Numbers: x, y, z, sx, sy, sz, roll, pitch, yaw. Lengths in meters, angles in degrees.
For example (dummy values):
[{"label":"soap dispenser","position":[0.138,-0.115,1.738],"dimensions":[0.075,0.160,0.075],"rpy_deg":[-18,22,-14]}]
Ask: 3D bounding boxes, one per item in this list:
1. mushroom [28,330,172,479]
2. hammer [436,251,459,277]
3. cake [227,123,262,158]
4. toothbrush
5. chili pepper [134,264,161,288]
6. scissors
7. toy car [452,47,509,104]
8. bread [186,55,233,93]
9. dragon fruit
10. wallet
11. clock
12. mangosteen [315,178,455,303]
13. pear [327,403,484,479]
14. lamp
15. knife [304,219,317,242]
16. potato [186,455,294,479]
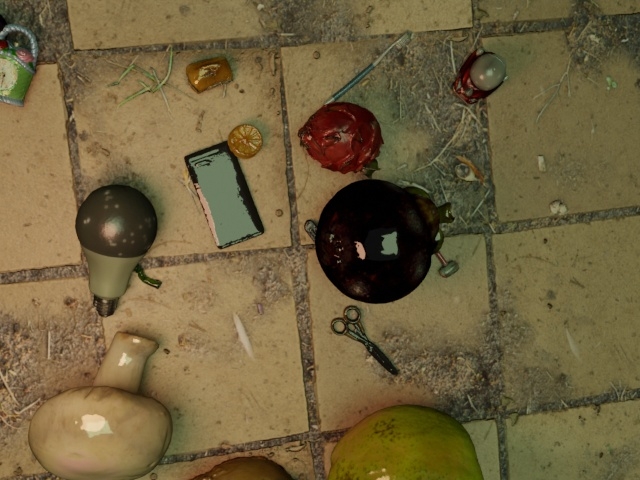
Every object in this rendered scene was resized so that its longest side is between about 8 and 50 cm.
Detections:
[{"label":"mushroom","position":[-0.465,0.412,1.520],"dimensions":[0.356,0.315,0.315],"rpy_deg":[-42,99,-2]},{"label":"hammer","position":[0.315,0.053,1.722],"dimensions":[0.052,0.031,0.083],"rpy_deg":[-35,88,-6]},{"label":"cake","position":[-0.180,-0.238,1.617],"dimensions":[0.084,0.044,0.084],"rpy_deg":[0,89,-16]},{"label":"toothbrush","position":[0.115,-0.416,1.657],"dimensions":[0.275,0.019,0.025],"rpy_deg":[-41,106,-3]},{"label":"chili pepper","position":[-0.424,0.089,1.631],"dimensions":[0.083,0.022,0.027],"rpy_deg":[40,122,-10]},{"label":"scissors","position":[0.122,0.265,1.719],"dimensions":[0.088,0.017,0.220],"rpy_deg":[-43,99,-3]},{"label":"toy car","position":[0.400,-0.404,1.648],"dimensions":[0.112,0.112,0.139],"rpy_deg":[42,88,-9]},{"label":"bread","position":[-0.264,-0.394,1.593],"dimensions":[0.106,0.053,0.072],"rpy_deg":[-20,101,-11]},{"label":"dragon fruit","position":[0.056,-0.242,1.589],"dimensions":[0.209,0.172,0.172],"rpy_deg":[22,92,-23]},{"label":"wallet","position":[-0.233,-0.110,1.635],"dimensions":[0.124,0.025,0.244],"rpy_deg":[-21,96,-8]},{"label":"clock","position":[-0.737,-0.415,1.508],"dimensions":[0.194,0.100,0.196],"rpy_deg":[13,96,-12]},{"label":"mangosteen","position":[0.136,-0.005,1.580],"dimensions":[0.297,0.313,0.297],"rpy_deg":[11,114,25]},{"label":"pear","position":[0.193,0.573,1.585],"dimensions":[0.391,0.391,0.391],"rpy_deg":[-1,95,-7]},{"label":"lamp","position":[-0.484,0.014,1.569],"dimensions":[0.182,0.182,0.314],"rpy_deg":[17,125,-9]},{"label":"knife","position":[0.000,0.000,1.679],"dimensions":[0.031,0.018,0.121],"rpy_deg":[-38,100,-1]},{"label":"potato","position":[-0.210,0.759,1.574],"dimensions":[0.385,0.319,0.442],"rpy_deg":[13,90,-9]}]
